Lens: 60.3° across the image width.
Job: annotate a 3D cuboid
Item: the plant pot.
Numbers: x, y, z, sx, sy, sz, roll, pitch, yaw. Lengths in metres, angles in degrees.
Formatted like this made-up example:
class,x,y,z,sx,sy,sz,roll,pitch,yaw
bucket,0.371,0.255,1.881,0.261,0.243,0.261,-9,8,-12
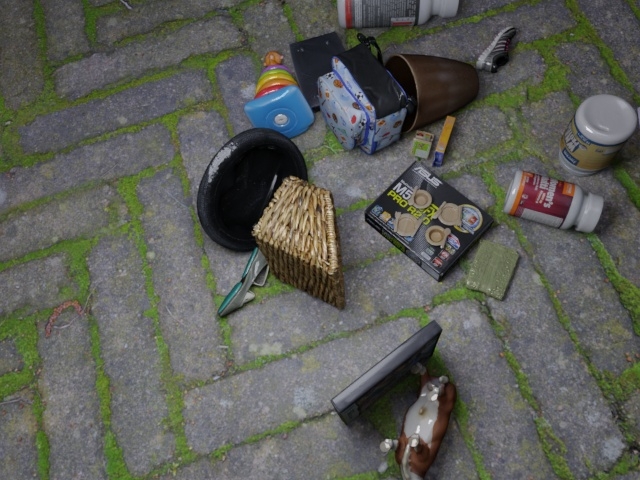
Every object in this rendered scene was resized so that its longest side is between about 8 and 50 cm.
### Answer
class,x,y,z,sx,sy,sz,roll,pitch,yaw
plant pot,0.323,-0.430,1.559,0.230,0.215,0.216,-13,66,-16

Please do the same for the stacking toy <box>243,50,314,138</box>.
class,x,y,z,sx,sy,sz,roll,pitch,yaw
stacking toy,-0.132,-0.460,1.642,0.175,0.166,0.302,-19,54,12

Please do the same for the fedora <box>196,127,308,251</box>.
class,x,y,z,sx,sy,sz,roll,pitch,yaw
fedora,-0.198,-0.144,1.480,0.334,0.334,0.152,-41,35,-12

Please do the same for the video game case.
class,x,y,z,sx,sy,sz,roll,pitch,yaw
video game case,0.148,0.302,1.228,0.274,0.248,0.035,-36,67,-10

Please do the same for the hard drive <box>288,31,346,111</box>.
class,x,y,z,sx,sy,sz,roll,pitch,yaw
hard drive,0.009,-0.513,1.688,0.171,0.054,0.255,-17,67,-2

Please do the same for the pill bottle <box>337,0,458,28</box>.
class,x,y,z,sx,sy,sz,roll,pitch,yaw
pill bottle,0.233,-0.768,1.690,0.362,0.210,0.211,0,67,5

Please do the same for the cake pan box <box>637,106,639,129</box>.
class,x,y,z,sx,sy,sz,roll,pitch,yaw
cake pan box,0.888,-0.189,1.374,0.070,0.266,0.246,-14,66,48

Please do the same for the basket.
class,x,y,z,sx,sy,sz,roll,pitch,yaw
basket,0.000,0.000,1.342,0.222,0.299,0.214,25,70,17

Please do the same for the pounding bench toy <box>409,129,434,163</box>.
class,x,y,z,sx,sy,sz,roll,pitch,yaw
pounding bench toy,0.285,-0.261,1.561,0.052,0.083,0.065,16,38,9

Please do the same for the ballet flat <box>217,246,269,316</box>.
class,x,y,z,sx,sy,sz,roll,pitch,yaw
ballet flat,-0.188,0.116,1.439,0.068,0.072,0.213,33,74,-14

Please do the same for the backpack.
class,x,y,z,sx,sy,sz,roll,pitch,yaw
backpack,0.120,-0.361,1.504,0.213,0.263,0.277,-26,67,0

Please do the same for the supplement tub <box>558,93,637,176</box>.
class,x,y,z,sx,sy,sz,roll,pitch,yaw
supplement tub,0.715,-0.269,1.441,0.144,0.200,0.145,-2,66,4

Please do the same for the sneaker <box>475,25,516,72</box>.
class,x,y,z,sx,sy,sz,roll,pitch,yaw
sneaker,0.545,-0.568,1.658,0.074,0.063,0.170,38,80,19

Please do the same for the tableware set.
class,x,y,z,sx,sy,sz,roll,pitch,yaw
tableware set,0.279,-0.057,1.425,0.168,0.020,0.141,23,71,15

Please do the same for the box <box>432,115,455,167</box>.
class,x,y,z,sx,sy,sz,roll,pitch,yaw
box,0.343,-0.269,1.540,0.028,0.081,0.136,16,70,11

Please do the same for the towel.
class,x,y,z,sx,sy,sz,roll,pitch,yaw
towel,0.441,0.073,1.417,0.109,0.027,0.148,21,70,12

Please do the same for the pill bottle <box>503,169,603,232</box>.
class,x,y,z,sx,sy,sz,roll,pitch,yaw
pill bottle,0.598,-0.098,1.423,0.221,0.121,0.121,17,70,12

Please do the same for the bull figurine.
class,x,y,z,sx,sy,sz,roll,pitch,yaw
bull figurine,0.221,0.429,1.219,0.101,0.188,0.311,6,60,31

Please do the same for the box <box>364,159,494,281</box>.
class,x,y,z,sx,sy,sz,roll,pitch,yaw
box,0.285,-0.056,1.468,0.216,0.060,0.270,-44,70,-12
